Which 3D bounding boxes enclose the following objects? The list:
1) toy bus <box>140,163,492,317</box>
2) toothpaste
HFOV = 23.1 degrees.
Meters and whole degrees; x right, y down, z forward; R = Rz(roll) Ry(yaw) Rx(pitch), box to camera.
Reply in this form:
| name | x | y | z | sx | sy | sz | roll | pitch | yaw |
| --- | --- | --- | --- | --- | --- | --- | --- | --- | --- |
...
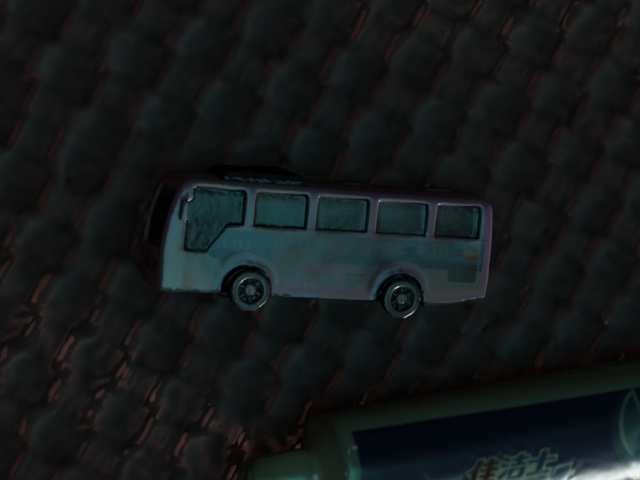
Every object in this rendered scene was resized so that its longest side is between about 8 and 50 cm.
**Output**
| name | x | y | z | sx | sy | sz | roll | pitch | yaw |
| --- | --- | --- | --- | --- | --- | --- | --- | --- | --- |
| toy bus | 0.000 | 0.000 | 0.585 | 0.131 | 0.037 | 0.052 | 4 | 98 | -19 |
| toothpaste | 0.096 | 0.080 | 0.631 | 0.268 | 0.047 | 0.069 | -6 | 90 | -20 |
